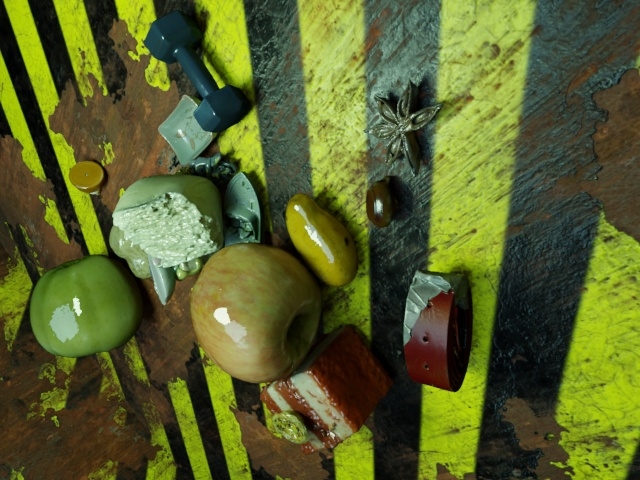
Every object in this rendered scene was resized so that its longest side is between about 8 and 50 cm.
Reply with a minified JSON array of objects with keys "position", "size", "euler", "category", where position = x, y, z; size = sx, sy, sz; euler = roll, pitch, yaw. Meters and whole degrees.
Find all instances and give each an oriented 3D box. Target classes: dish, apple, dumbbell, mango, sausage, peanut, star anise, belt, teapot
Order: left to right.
[{"position":[-1.027,0.287,1.984],"size":[0.473,0.473,0.474],"euler":[18,124,28],"category":"apple"},{"position":[-0.764,0.023,1.828],"size":[0.143,0.159,0.291],"euler":[16,127,60],"category":"peanut"},{"position":[-0.400,-0.348,1.400],"size":[0.212,0.077,0.151],"euler":[-29,97,43],"category":"dish"},{"position":[-0.340,-0.464,1.246],"size":[0.325,0.160,0.144],"euler":[56,164,-1],"category":"dumbbell"},{"position":[-0.471,0.138,1.734],"size":[0.169,0.065,0.065],"euler":[10,120,32],"category":"sausage"},{"position":[-0.190,0.197,1.300],"size":[0.346,0.391,0.391],"euler":[17,124,23],"category":"apple"},{"position":[0.005,-0.002,1.267],"size":[0.177,0.120,0.295],"euler":[-23,98,50],"category":"mango"},{"position":[0.161,-0.097,1.130],"size":[0.098,0.078,0.129],"euler":[-146,52,-72],"category":"teapot"},{"position":[0.186,-0.266,1.024],"size":[0.172,0.063,0.208],"euler":[32,133,24],"category":"star anise"},{"position":[0.293,0.211,1.096],"size":[0.115,0.227,0.324],"euler":[5,117,31],"category":"belt"}]

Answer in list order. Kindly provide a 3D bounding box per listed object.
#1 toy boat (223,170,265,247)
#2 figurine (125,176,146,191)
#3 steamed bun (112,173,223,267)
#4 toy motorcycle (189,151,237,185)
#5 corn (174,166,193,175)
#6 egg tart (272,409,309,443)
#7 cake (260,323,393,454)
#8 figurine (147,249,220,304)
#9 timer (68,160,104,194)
[{"position":[-0.248,-0.072,1.429],"size":[0.141,0.092,0.320],"euler":[17,122,20],"category":"toy boat"},{"position":[-0.573,-0.094,1.626],"size":[0.308,0.143,0.308],"euler":[6,108,18],"category":"figurine"},{"position":[-0.456,-0.094,1.352],"size":[0.290,0.273,0.272],"euler":[-4,154,4],"category":"steamed bun"},{"position":[-0.354,-0.226,1.421],"size":[0.124,0.061,0.193],"euler":[32,146,-30],"category":"toy motorcycle"},{"position":[-0.431,-0.142,1.541],"size":[0.080,0.080,0.231],"euler":[-6,113,39],"category":"corn"},{"position":[-0.081,0.544,1.315],"size":[0.128,0.049,0.129],"euler":[17,127,25],"category":"egg tart"},{"position":[0.021,0.469,1.411],"size":[0.270,0.269,0.319],"euler":[50,134,3],"category":"cake"},{"position":[-0.400,0.129,1.550],"size":[0.284,0.315,0.206],"euler":[57,149,23],"category":"figurine"},{"position":[-0.961,-0.239,1.870],"size":[0.132,0.132,0.152],"euler":[45,155,8],"category":"timer"}]
